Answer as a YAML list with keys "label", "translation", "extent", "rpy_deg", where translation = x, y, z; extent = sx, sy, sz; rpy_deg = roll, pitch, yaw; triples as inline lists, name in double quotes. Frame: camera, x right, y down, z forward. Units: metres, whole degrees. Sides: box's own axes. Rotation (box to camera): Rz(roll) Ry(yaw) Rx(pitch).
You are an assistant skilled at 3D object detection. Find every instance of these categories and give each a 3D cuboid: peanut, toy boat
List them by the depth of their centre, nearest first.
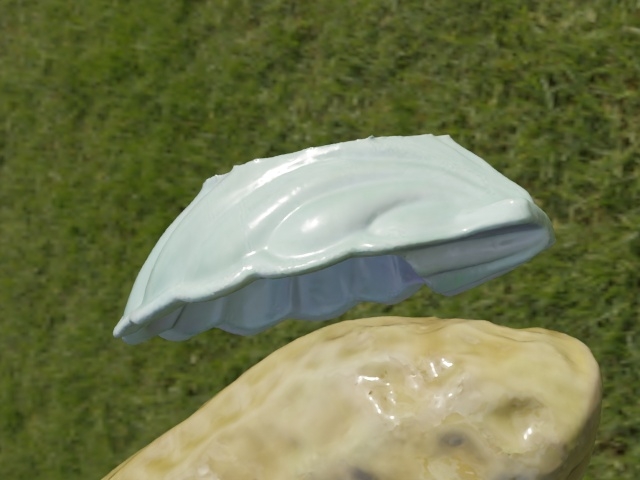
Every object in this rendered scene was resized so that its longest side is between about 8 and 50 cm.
- label: "peanut"
  translation: [-0.014, 0.134, 0.596]
  extent: [0.325, 0.153, 0.140]
  rpy_deg: [-33, 101, 21]
- label: "toy boat"
  translation: [0.000, 0.000, 0.817]
  extent: [0.290, 0.199, 0.100]
  rpy_deg: [-12, 81, 17]
